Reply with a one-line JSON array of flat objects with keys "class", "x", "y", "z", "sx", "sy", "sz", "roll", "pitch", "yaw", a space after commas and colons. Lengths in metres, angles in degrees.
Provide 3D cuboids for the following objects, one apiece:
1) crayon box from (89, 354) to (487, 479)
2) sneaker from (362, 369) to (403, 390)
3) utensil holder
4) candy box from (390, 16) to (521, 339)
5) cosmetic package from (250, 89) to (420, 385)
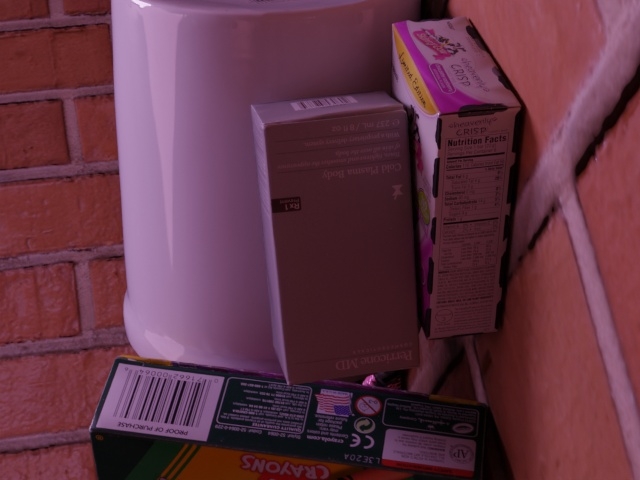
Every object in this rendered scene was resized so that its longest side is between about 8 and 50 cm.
[{"class": "crayon box", "x": -0.030, "y": 0.275, "z": 1.232, "sx": 0.106, "sy": 0.362, "sz": 0.313, "roll": -77, "pitch": -9, "yaw": -47}, {"class": "sneaker", "x": 0.088, "y": 0.178, "z": 1.509, "sx": 0.057, "sy": 0.047, "sz": 0.119, "roll": 60, "pitch": 167, "yaw": 16}, {"class": "utensil holder", "x": -0.052, "y": -0.089, "z": 1.266, "sx": 0.328, "sy": 0.327, "sz": 0.386, "roll": -114, "pitch": 21, "yaw": -63}, {"class": "candy box", "x": 0.108, "y": -0.053, "z": 1.057, "sx": 0.159, "sy": 0.071, "sz": 0.233, "roll": -108, "pitch": 14, "yaw": -53}, {"class": "cosmetic package", "x": 0.013, "y": -0.004, "z": 1.065, "sx": 0.107, "sy": 0.127, "sz": 0.238, "roll": -122, "pitch": 24, "yaw": -72}]
